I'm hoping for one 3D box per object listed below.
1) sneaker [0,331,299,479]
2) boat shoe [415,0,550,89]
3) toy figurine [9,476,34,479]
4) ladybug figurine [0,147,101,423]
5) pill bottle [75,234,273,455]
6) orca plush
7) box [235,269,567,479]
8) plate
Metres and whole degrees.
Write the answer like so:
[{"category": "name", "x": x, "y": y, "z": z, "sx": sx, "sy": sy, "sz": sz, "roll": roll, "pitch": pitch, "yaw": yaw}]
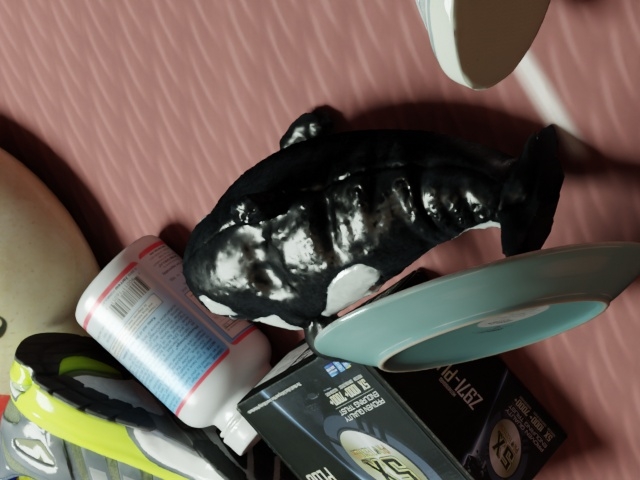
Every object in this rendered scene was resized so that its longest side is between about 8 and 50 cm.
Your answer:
[{"category": "sneaker", "x": -0.108, "y": 0.182, "z": 1.309, "sx": 0.300, "sy": 0.111, "sz": 0.121, "roll": 29, "pitch": 119, "yaw": 2}, {"category": "boat shoe", "x": 0.060, "y": -0.180, "z": 0.819, "sx": 0.081, "sy": 0.079, "sz": 0.227, "roll": 31, "pitch": 141, "yaw": 40}, {"category": "toy figurine", "x": -0.326, "y": 0.270, "z": 1.665, "sx": 0.217, "sy": 0.191, "sz": 0.362, "roll": 37, "pitch": 146, "yaw": 24}, {"category": "ladybug figurine", "x": -0.334, "y": 0.066, "z": 1.457, "sx": 0.305, "sy": 0.162, "sz": 0.449, "roll": 48, "pitch": 148, "yaw": -2}, {"category": "pill bottle", "x": -0.093, "y": 0.078, "z": 1.261, "sx": 0.160, "sy": 0.087, "sz": 0.087, "roll": 43, "pitch": 148, "yaw": 7}, {"category": "orca plush", "x": 0.000, "y": 0.000, "z": 0.997, "sx": 0.287, "sy": 0.102, "sz": 0.151, "roll": 6, "pitch": 95, "yaw": 47}, {"category": "box", "x": 0.048, "y": 0.120, "z": 1.152, "sx": 0.147, "sy": 0.077, "sz": 0.180, "roll": 49, "pitch": 148, "yaw": -4}, {"category": "plate", "x": 0.090, "y": 0.041, "z": 0.928, "sx": 0.188, "sy": 0.188, "sz": 0.024, "roll": -36, "pitch": 64, "yaw": 58}]
